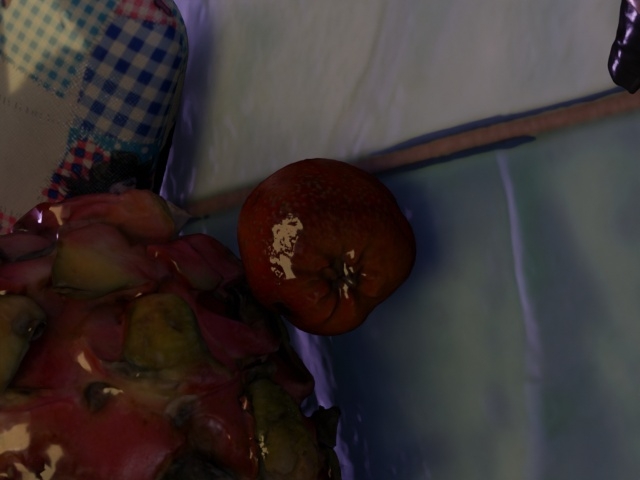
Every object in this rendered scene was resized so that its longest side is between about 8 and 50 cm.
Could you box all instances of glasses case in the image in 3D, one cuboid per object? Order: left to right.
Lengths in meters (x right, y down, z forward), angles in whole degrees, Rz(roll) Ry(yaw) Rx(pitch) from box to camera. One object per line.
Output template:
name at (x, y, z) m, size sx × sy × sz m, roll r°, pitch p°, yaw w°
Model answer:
glasses case at (-0.164, -0.021, 0.909) m, size 0.125 × 0.076 × 0.327 m, roll 21°, pitch 121°, yaw 6°

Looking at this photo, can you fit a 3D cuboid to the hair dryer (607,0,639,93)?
hair dryer at (0.162, -0.188, 0.524) m, size 0.189 × 0.107 × 0.344 m, roll 51°, pitch 139°, yaw 25°

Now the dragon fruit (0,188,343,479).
dragon fruit at (-0.123, 0.116, 0.784) m, size 0.250 × 0.269 × 0.291 m, roll 23°, pitch 132°, yaw 48°

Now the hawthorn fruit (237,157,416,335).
hawthorn fruit at (0.000, 0.000, 0.757) m, size 0.093 × 0.093 × 0.093 m, roll 16°, pitch 113°, yaw 44°
